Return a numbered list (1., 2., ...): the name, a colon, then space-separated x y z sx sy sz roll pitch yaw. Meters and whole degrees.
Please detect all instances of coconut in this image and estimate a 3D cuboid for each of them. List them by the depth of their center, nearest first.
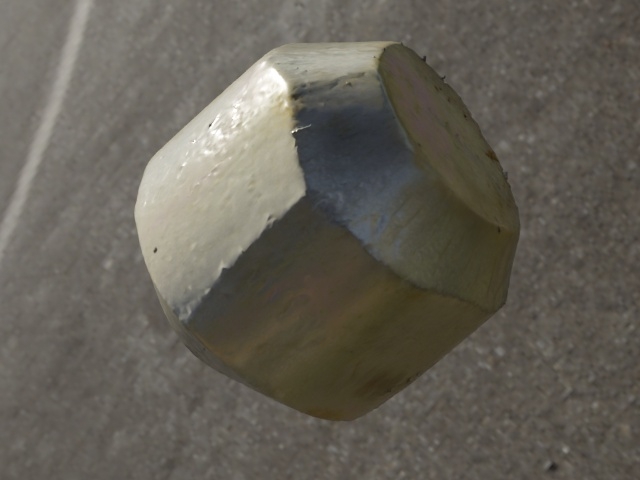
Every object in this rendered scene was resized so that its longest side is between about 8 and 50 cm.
1. coconut: -0.001 -0.003 0.810 0.241 0.241 0.241 -31 37 26
